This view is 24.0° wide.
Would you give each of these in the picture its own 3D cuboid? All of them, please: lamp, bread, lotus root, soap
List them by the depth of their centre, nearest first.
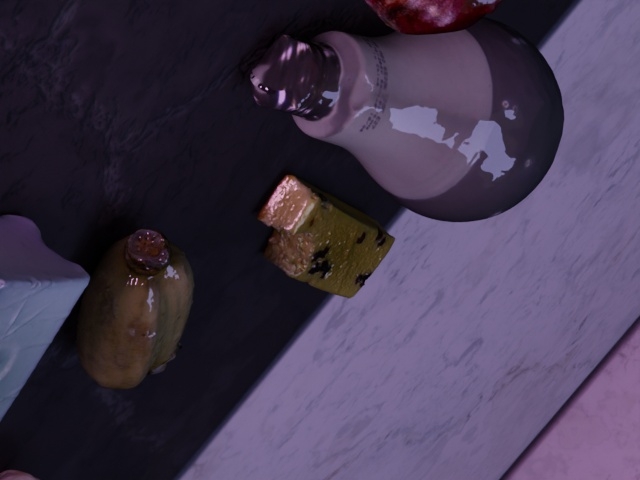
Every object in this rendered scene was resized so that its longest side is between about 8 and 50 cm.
[{"bbox_3d":[-0.278,0.094,1.036,0.230,0.091,0.145,-56,156,16],"label":"soap"},{"bbox_3d":[-0.150,0.049,1.210,0.090,0.077,0.183,-41,160,-36],"label":"lotus root"},{"bbox_3d":[0.084,-0.130,1.270,0.182,0.182,0.314,-51,139,6],"label":"lamp"},{"bbox_3d":[0.000,0.000,1.443,0.088,0.049,0.226,-51,157,7],"label":"bread"}]

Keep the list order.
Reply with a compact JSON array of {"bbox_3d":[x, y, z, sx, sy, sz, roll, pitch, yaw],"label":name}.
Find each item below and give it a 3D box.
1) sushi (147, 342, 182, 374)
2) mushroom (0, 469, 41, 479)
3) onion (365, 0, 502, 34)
[{"bbox_3d":[-0.150,0.097,1.331,0.046,0.044,0.083,-46,156,-9],"label":"sushi"},{"bbox_3d":[-0.300,0.330,1.341,0.128,0.128,0.350,-21,150,-48],"label":"mushroom"},{"bbox_3d":[0.074,-0.236,1.128,0.198,0.135,0.173,-11,-136,60],"label":"onion"}]
